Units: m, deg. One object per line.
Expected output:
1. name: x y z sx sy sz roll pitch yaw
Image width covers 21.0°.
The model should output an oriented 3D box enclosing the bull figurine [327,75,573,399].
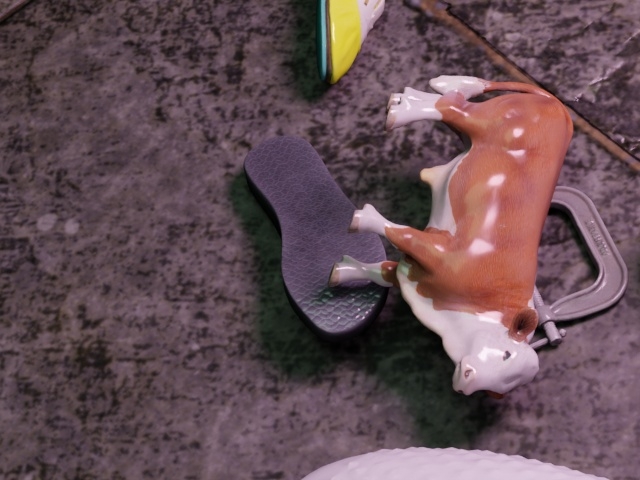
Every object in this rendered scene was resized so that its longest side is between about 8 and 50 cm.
1. bull figurine: 0.121 -0.009 1.494 0.188 0.101 0.310 19 63 -1

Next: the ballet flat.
1. ballet flat: 0.024 -0.255 1.740 0.077 0.077 0.231 -4 53 -7

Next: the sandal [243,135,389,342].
1. sandal: 0.001 -0.001 1.594 0.097 0.054 0.254 -16 45 -5

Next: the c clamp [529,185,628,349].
1. c clamp: 0.199 0.023 1.535 0.137 0.022 0.161 -17 55 4

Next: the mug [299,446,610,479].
1. mug: 0.090 0.320 1.207 0.328 0.276 0.374 15 55 37
